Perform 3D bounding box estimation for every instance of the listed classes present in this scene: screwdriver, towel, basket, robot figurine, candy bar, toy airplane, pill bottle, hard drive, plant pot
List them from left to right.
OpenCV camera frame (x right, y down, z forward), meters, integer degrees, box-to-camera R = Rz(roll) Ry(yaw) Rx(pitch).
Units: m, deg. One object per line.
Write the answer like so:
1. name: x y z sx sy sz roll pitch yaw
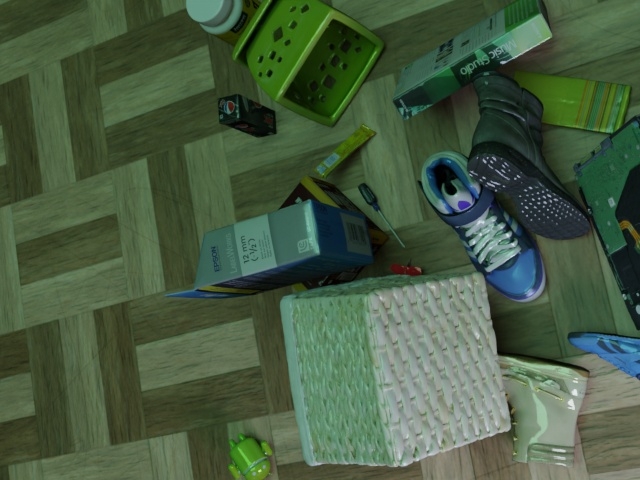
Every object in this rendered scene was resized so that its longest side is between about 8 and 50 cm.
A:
1. pill bottle: -0.204 -0.508 2.178 0.119 0.208 0.119 -3 84 27
2. robot figurine: -0.154 0.479 2.125 0.101 0.067 0.115 -33 67 -12
3. plant pot: -0.039 -0.409 2.084 0.207 0.227 0.228 40 103 31
4. candy bar: 0.051 -0.192 2.090 0.161 0.018 0.040 -44 65 -11
5. screwdriver: 0.130 -0.053 2.066 0.024 0.025 0.170 -39 68 18
6. basket: 0.141 0.228 1.803 0.266 0.328 0.331 -13 85 52
7. toy airplane: 0.176 0.111 2.022 0.151 0.028 0.151 -3 84 25
8. towel: 0.487 -0.273 1.916 0.237 0.021 0.102 14 85 28
9. hard drive: 0.588 -0.031 1.735 0.064 0.237 0.339 -14 74 -21

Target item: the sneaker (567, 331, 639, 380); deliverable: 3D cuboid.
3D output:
1. sneaker: 0.560 0.215 1.798 0.209 0.069 0.082 8 92 27

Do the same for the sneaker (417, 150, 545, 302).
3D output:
1. sneaker: 0.299 -0.028 1.859 0.130 0.236 0.323 -33 71 20

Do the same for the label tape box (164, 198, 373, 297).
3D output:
1. label tape box: -0.105 0.028 1.902 0.347 0.249 0.115 -14 79 25

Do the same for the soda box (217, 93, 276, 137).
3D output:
1. soda box: -0.162 -0.276 2.154 0.053 0.169 0.060 -8 81 25

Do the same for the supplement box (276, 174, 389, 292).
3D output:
1. supplement box: 0.000 0.000 2.066 0.191 0.129 0.194 45 105 23

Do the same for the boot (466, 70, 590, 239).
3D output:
1. boot: 0.405 -0.162 1.825 0.118 0.338 0.223 -17 49 38

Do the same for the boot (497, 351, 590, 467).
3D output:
1. boot: 0.374 0.321 1.868 0.262 0.095 0.204 8 90 24

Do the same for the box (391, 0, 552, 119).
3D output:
1. box: 0.298 -0.368 1.909 0.322 0.232 0.058 -29 107 22
